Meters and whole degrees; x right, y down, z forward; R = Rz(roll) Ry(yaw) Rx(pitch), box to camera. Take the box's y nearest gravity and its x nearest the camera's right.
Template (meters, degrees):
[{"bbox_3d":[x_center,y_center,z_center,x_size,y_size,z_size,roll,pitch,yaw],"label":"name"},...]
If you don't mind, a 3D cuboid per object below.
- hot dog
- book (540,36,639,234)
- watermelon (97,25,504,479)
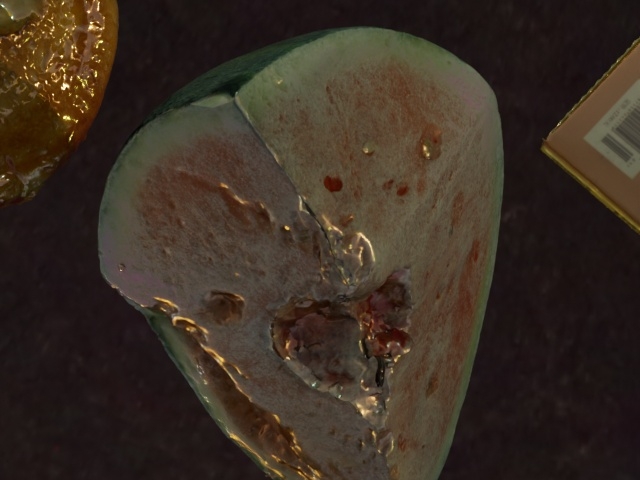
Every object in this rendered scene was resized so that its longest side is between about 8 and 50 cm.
[{"bbox_3d":[-0.250,-0.090,0.953,0.150,0.257,0.153,24,136,45],"label":"hot dog"},{"bbox_3d":[0.418,-0.056,1.252,0.374,0.262,0.028,42,170,12],"label":"book"},{"bbox_3d":[-0.006,-0.001,0.832,0.175,0.188,0.322,14,133,24],"label":"watermelon"}]
